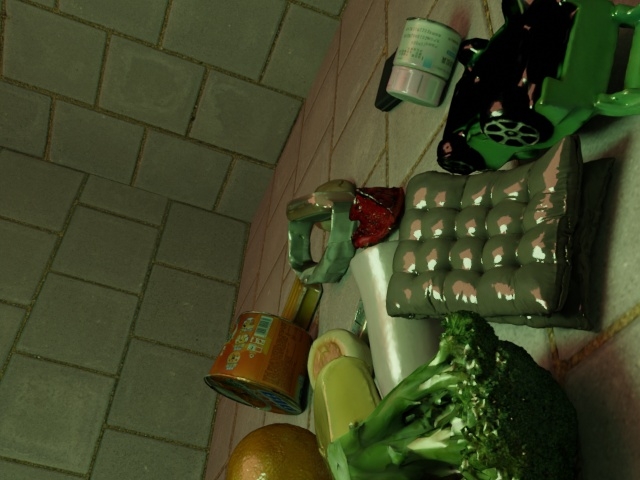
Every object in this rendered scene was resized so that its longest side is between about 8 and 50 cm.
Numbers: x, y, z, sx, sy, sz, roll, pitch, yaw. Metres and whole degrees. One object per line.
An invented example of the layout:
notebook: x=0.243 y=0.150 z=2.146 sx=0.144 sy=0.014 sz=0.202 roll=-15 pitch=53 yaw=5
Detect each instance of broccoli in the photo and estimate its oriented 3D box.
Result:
broccoli: x=0.156 y=0.243 z=0.770 sx=0.308 sy=0.274 sz=0.308 roll=169 pitch=90 yaw=-77

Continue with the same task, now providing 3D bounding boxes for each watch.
watch: x=0.000 y=0.000 z=1.916 sx=0.253 sy=0.161 sz=0.241 roll=-15 pitch=79 yaw=55

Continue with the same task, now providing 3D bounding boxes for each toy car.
toy car: x=0.296 y=-0.211 z=0.961 sx=0.358 sy=0.176 sz=0.214 roll=136 pitch=150 yaw=-73

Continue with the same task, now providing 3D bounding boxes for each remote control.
remote control: x=0.082 y=0.243 z=1.569 sx=0.098 sy=0.038 sz=0.234 roll=-159 pitch=87 yaw=-77

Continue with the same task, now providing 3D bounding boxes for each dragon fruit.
dragon fruit: x=0.118 y=-0.037 z=1.613 sx=0.192 sy=0.122 sz=0.092 roll=124 pitch=144 yaw=-46

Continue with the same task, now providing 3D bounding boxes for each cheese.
cheese: x=0.057 y=0.356 z=1.174 sx=0.316 sy=0.128 sz=0.260 roll=83 pitch=179 yaw=-53

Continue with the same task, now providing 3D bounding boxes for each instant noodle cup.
instant noodle cup: x=-0.156 y=0.344 z=1.960 sx=0.296 sy=0.296 sz=0.214 roll=-48 pitch=19 yaw=62

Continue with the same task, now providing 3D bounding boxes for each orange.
orange: x=-0.082 y=0.521 z=1.448 sx=0.264 sy=0.264 sz=0.264 roll=-163 pitch=90 yaw=-77

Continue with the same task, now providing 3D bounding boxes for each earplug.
earplug: x=0.148 y=0.168 z=1.114 sx=0.172 sy=0.172 sz=0.302 roll=130 pitch=138 yaw=-60

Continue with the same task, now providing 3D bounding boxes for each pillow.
pillow: x=0.227 y=0.000 z=0.943 sx=0.326 sy=0.101 sz=0.228 roll=-8 pitch=65 yaw=56

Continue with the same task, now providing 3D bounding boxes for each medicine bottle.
medicine bottle: x=0.229 y=-0.395 z=1.547 sx=0.135 sy=0.135 sz=0.169 roll=-134 pitch=62 yaw=-76

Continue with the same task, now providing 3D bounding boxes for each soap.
soap: x=-0.069 y=0.219 z=2.162 sx=0.140 sy=0.073 sz=0.232 roll=-100 pitch=29 yaw=-67

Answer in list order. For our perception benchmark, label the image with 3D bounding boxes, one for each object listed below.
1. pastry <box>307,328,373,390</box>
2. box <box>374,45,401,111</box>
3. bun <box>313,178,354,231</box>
pastry: x=0.042 y=0.268 z=1.487 sx=0.156 sy=0.092 sz=0.157 roll=-13 pitch=68 yaw=36
box: x=0.215 y=-0.447 z=1.861 sx=0.230 sy=0.050 sz=0.160 roll=159 pitch=127 yaw=-75
bun: x=0.027 y=-0.112 z=2.085 sx=0.173 sy=0.113 sz=0.167 roll=-165 pitch=92 yaw=-75
